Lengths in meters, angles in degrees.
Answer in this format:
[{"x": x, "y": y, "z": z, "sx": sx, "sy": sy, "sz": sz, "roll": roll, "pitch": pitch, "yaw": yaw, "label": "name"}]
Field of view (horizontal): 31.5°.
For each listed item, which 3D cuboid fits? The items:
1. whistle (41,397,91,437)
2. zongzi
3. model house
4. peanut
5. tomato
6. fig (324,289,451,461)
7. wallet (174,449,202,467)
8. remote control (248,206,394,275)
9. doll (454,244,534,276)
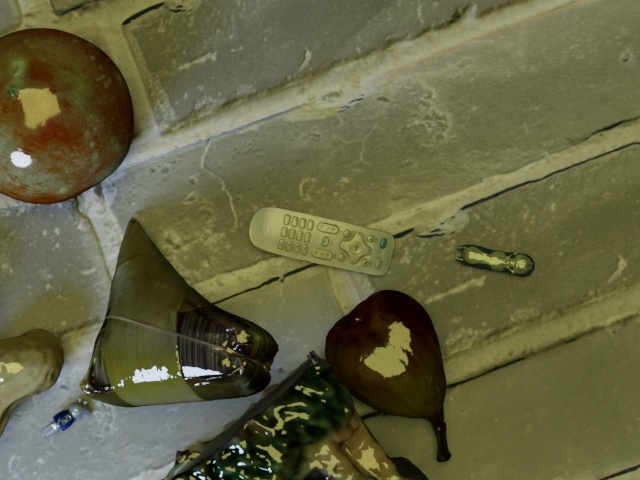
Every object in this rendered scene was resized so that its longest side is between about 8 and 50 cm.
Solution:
[{"x": -0.391, "y": 0.276, "z": 1.745, "sx": 0.083, "sy": 0.029, "sz": 0.033, "roll": -36, "pitch": 97, "yaw": -12, "label": "whistle"}, {"x": -0.196, "y": 0.085, "z": 1.679, "sx": 0.289, "sy": 0.154, "sz": 0.318, "roll": -8, "pitch": 65, "yaw": 24, "label": "zongzi"}, {"x": -0.045, "y": 0.433, "z": 1.524, "sx": 0.445, "sy": 0.395, "sz": 0.400, "roll": -39, "pitch": 90, "yaw": -7, "label": "model house"}, {"x": -0.504, "y": 0.237, "z": 1.710, "sx": 0.274, "sy": 0.111, "sz": 0.125, "roll": -38, "pitch": 86, "yaw": -5, "label": "peanut"}, {"x": -0.425, "y": -0.194, "z": 1.731, "sx": 0.270, "sy": 0.222, "sz": 0.270, "roll": -1, "pitch": 77, "yaw": 2, "label": "tomato"}, {"x": 0.126, "y": 0.214, "z": 1.704, "sx": 0.170, "sy": 0.145, "sz": 0.274, "roll": -33, "pitch": 95, "yaw": -4, "label": "fig"}, {"x": -0.181, "y": 0.438, "z": 1.711, "sx": 0.122, "sy": 0.031, "sz": 0.232, "roll": 9, "pitch": 81, "yaw": 0, "label": "wallet"}, {"x": 0.000, "y": 0.000, "z": 1.783, "sx": 0.229, "sy": 0.044, "sz": 0.073, "roll": 12, "pitch": 92, "yaw": -5, "label": "remote control"}, {"x": 0.274, "y": 0.031, "z": 1.780, "sx": 0.125, "sy": 0.027, "sz": 0.037, "roll": 10, "pitch": 88, "yaw": 2, "label": "doll"}]
